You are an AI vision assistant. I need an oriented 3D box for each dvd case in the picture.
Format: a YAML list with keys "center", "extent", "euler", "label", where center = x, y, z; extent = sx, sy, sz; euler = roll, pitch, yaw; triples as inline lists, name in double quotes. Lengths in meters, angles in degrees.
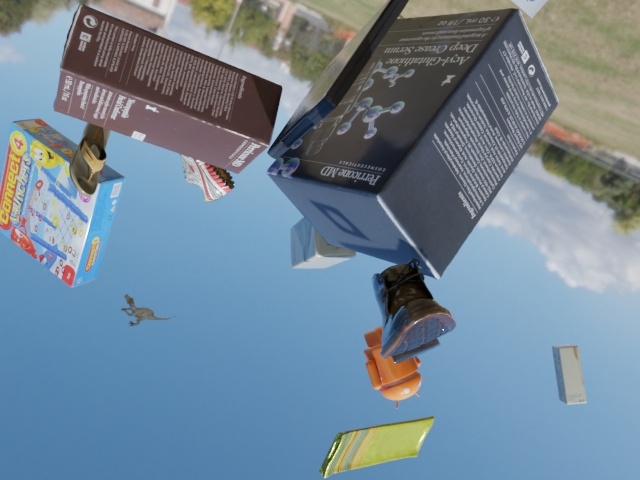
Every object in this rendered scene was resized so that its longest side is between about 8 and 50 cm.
- center: [0.014, -0.211, 0.872]
  extent: [0.022, 0.180, 0.253]
  euler: [36, 162, -13]
  label: "dvd case"

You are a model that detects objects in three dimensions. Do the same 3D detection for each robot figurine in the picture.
- center: [0.200, 0.340, 1.768]
  extent: [0.220, 0.128, 0.158]
  euler: [68, -168, 6]
  label: "robot figurine"

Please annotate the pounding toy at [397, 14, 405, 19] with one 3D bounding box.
- center: [0.188, -0.492, 1.614]
  extent: [0.130, 0.141, 0.100]
  euler: [39, 161, 2]
  label: "pounding toy"

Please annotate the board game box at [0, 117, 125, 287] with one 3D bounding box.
- center: [-0.655, -0.094, 1.597]
  extent: [0.301, 0.308, 0.086]
  euler: [33, -153, 16]
  label: "board game box"

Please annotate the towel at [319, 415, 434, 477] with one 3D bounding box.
- center: [0.111, 0.380, 1.196]
  extent: [0.237, 0.102, 0.021]
  euler: [3, -149, -37]
  label: "towel"

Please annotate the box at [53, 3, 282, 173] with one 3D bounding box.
- center: [-0.286, -0.266, 1.210]
  extent: [0.381, 0.143, 0.191]
  euler: [16, 162, -22]
  label: "box"

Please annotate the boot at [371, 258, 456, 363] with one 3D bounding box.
- center: [0.083, 0.066, 0.686]
  extent: [0.219, 0.082, 0.106]
  euler: [77, 171, -73]
  label: "boot"

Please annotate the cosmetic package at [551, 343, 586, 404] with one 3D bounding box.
- center: [0.509, 0.273, 1.322]
  extent: [0.041, 0.115, 0.060]
  euler: [-7, 176, 4]
  label: "cosmetic package"

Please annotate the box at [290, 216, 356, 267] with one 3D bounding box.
- center: [0.000, 0.000, 1.500]
  extent: [0.094, 0.113, 0.275]
  euler: [-1, 171, -14]
  label: "box"

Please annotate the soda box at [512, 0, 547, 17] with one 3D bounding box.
- center: [0.194, -0.391, 0.778]
  extent: [0.286, 0.098, 0.091]
  euler: [19, -146, -40]
  label: "soda box"

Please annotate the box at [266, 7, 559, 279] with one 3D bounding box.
- center: [0.157, -0.176, 1.103]
  extent: [0.293, 0.396, 0.212]
  euler: [17, 156, 50]
  label: "box"

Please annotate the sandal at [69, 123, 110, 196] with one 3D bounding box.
- center: [-0.476, -0.181, 1.357]
  extent: [0.049, 0.180, 0.072]
  euler: [-3, 157, 34]
  label: "sandal"

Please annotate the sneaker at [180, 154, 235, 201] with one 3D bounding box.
- center: [-0.321, -0.193, 1.627]
  extent: [0.225, 0.092, 0.088]
  euler: [52, -161, -2]
  label: "sneaker"

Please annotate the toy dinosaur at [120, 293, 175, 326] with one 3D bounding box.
- center: [-0.528, 0.223, 1.926]
  extent: [0.183, 0.092, 0.053]
  euler: [37, -140, -42]
  label: "toy dinosaur"
